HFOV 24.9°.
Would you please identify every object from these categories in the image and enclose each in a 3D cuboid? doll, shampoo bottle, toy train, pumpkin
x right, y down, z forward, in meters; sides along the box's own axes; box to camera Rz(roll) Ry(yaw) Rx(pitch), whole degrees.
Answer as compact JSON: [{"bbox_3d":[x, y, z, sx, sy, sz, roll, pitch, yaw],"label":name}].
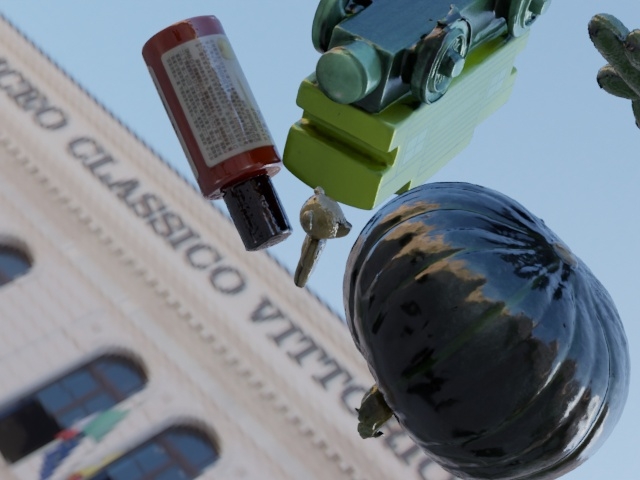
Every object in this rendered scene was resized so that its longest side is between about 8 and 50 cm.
[{"bbox_3d":[0.268,-0.129,1.125,0.115,0.077,0.150,20,-12,44],"label":"doll"},{"bbox_3d":[-0.112,-0.120,1.701,0.104,0.104,0.278,-35,-104,53],"label":"shampoo bottle"},{"bbox_3d":[0.120,-0.210,1.734,0.179,0.442,0.272,29,-51,20],"label":"toy train"},{"bbox_3d":[0.112,0.078,1.086,0.250,0.216,0.250,52,1,-1],"label":"pumpkin"},{"bbox_3d":[-0.009,-0.003,1.359,0.051,0.061,0.093,33,-54,-9],"label":"doll"}]
